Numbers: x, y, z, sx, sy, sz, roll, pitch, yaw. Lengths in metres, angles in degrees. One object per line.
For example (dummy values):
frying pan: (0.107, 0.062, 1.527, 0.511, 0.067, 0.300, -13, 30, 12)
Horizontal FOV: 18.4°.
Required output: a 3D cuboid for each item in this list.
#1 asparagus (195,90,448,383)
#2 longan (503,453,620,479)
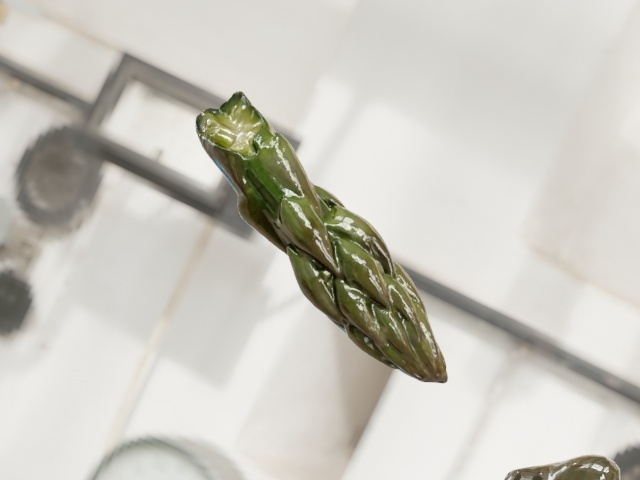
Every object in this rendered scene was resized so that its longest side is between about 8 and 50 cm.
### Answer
asparagus: (0.000, 0.000, 1.501, 0.287, 0.080, 0.080, 51, 9, 8)
longan: (0.075, 0.130, 0.691, 0.106, 0.119, 0.106, 14, -18, 5)
